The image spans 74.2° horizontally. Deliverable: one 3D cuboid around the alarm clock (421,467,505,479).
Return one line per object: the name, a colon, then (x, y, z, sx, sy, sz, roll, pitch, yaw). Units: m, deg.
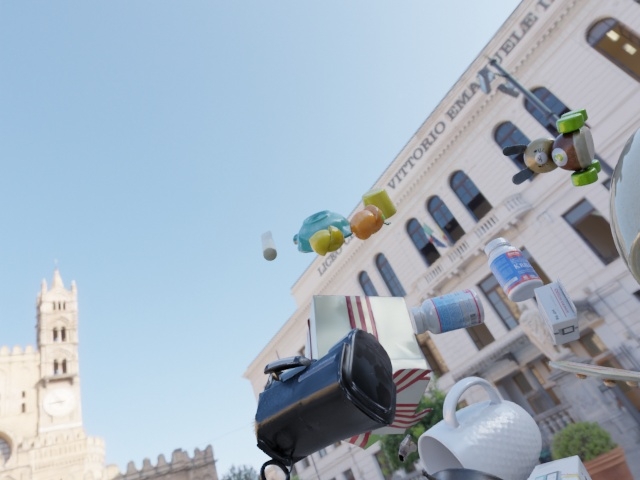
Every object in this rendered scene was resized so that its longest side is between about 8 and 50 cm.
alarm clock: (0.212, 0.352, 0.522, 0.192, 0.064, 0.129, 10, -55, 13)

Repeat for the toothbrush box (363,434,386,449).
toothbrush box: (0.107, 0.632, 1.601, 0.122, 0.206, 0.283, -38, -52, 6)

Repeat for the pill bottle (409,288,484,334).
pill bottle: (0.300, 0.175, 1.015, 0.160, 0.087, 0.087, -14, -32, 1)

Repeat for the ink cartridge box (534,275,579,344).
ink cartridge box: (0.585, 0.175, 1.050, 0.060, 0.104, 0.180, -23, -42, 18)

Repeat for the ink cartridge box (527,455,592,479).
ink cartridge box: (0.777, 0.859, 1.345, 0.197, 0.198, 0.270, -33, -17, 26)

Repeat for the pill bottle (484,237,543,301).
pill bottle: (0.682, 0.099, 1.518, 0.125, 0.221, 0.124, -11, -40, -9)

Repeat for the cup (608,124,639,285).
cup: (0.551, -0.023, 0.567, 0.237, 0.331, 0.331, -37, -24, -31)

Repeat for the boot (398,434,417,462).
boot: (0.319, 0.781, 1.569, 0.087, 0.042, 0.118, -50, -51, -36)

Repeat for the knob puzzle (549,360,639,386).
knob puzzle: (0.560, 0.270, 0.838, 0.214, 0.029, 0.213, 7, -8, 1)

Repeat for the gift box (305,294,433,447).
gift box: (0.105, 0.280, 0.933, 0.277, 0.258, 0.254, -1, -50, -3)

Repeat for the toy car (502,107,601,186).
toy car: (0.540, -0.202, 1.010, 0.189, 0.154, 0.149, -12, 14, 41)

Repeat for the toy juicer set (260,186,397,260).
toy juicer set: (0.000, 0.000, 0.900, 0.329, 0.209, 0.089, -19, -72, 17)

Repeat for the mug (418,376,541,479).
mug: (0.512, 0.624, 1.351, 0.328, 0.373, 0.276, -21, 3, -24)

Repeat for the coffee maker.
coffee maker: (0.008, 0.225, 0.564, 0.120, 0.171, 0.178, 26, -50, -35)
